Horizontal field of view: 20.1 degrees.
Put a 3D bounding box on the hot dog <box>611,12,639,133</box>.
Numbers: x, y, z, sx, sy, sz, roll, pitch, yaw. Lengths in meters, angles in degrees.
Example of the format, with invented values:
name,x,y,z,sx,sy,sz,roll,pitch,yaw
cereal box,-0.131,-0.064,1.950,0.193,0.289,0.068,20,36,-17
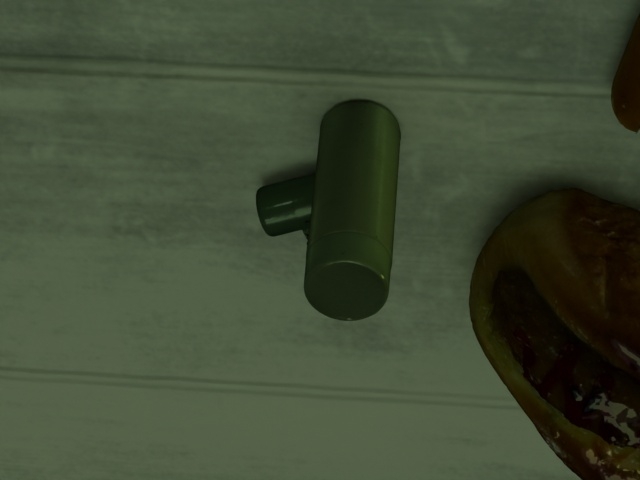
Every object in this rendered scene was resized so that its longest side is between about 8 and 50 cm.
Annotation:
name,x,y,z,sx,sy,sz,roll,pitch,yaw
hot dog,0.298,-0.174,1.434,0.092,0.062,0.236,12,132,0

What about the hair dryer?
name,x,y,z,sx,sy,sz,roll,pitch,yaw
hair dryer,0.000,0.000,1.649,0.071,0.047,0.150,-12,136,16

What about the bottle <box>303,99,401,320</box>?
name,x,y,z,sx,sy,sz,roll,pitch,yaw
bottle,0.028,-0.028,1.507,0.072,0.201,0.072,3,134,3

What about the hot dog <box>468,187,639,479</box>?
name,x,y,z,sx,sy,sz,roll,pitch,yaw
hot dog,0.324,0.123,1.594,0.405,0.223,0.185,19,136,-7
